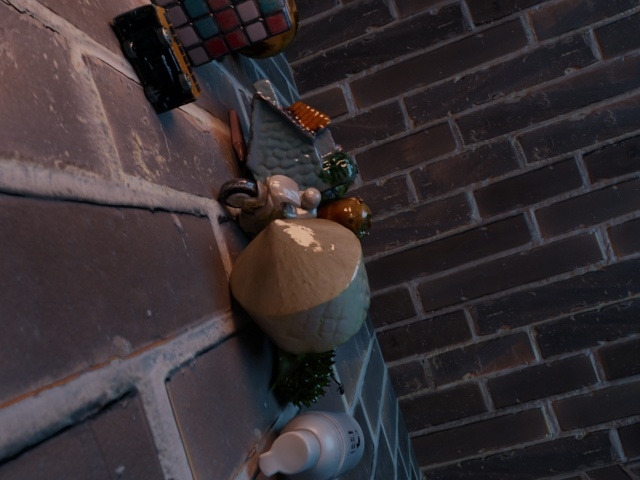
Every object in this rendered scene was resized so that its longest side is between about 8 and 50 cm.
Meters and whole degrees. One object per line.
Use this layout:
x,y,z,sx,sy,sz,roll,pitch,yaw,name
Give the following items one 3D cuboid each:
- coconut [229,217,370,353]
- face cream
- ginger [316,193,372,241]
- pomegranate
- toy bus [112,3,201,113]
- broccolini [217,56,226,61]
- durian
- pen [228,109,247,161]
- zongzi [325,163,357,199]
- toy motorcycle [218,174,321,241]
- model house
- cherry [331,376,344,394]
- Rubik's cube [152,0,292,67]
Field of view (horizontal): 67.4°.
-0.045,0.079,1.032,0.329,0.329,0.328,-18,90,-81,coconut
-0.011,0.424,0.979,0.369,0.146,0.145,51,22,-67,face cream
0.000,0.011,1.438,0.152,0.275,0.357,-36,142,-58,ginger
-0.225,-0.810,1.712,0.322,0.323,0.321,-18,90,-81,pomegranate
-0.306,-0.351,0.923,0.103,0.092,0.181,-95,166,-62,toy bus
-0.334,-0.628,1.520,0.035,0.030,0.139,66,2,-82,broccolini
-0.046,0.250,1.193,0.351,0.169,0.158,-96,-169,-46,durian
-0.241,-0.302,1.399,0.053,0.032,0.197,58,15,-57,pen
-0.050,-0.162,1.704,0.362,0.320,0.382,54,38,-67,zongzi
-0.097,-0.067,1.212,0.340,0.223,0.107,61,17,-58,toy motorcycle
-0.094,-0.310,1.410,0.360,0.298,0.338,-101,168,-72,model house
-0.002,0.331,1.306,0.225,0.090,0.106,60,-39,38,cherry
-0.259,-0.666,1.197,0.291,0.287,0.292,62,14,-51,Rubik's cube
